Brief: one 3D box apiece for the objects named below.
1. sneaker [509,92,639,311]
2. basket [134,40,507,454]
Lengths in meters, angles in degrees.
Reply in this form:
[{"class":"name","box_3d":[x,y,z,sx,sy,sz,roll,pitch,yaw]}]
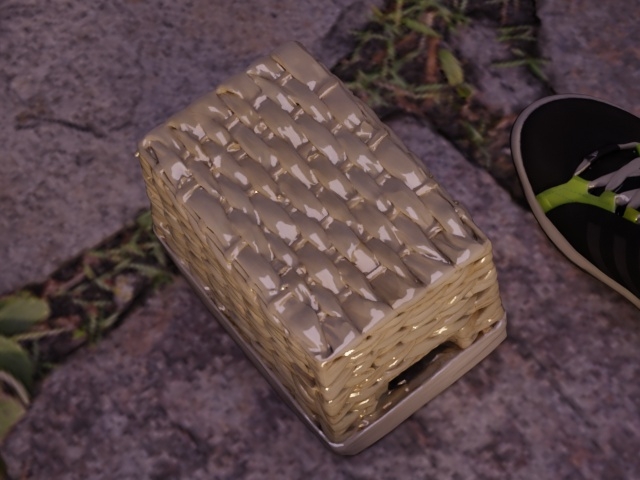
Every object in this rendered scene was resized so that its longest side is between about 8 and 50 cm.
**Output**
[{"class":"sneaker","box_3d":[0.181,-0.002,0.699,0.084,0.097,0.234,-32,63,-13]},{"class":"basket","box_3d":[0.000,0.000,0.710,0.113,0.103,0.167,-35,65,-13]}]
